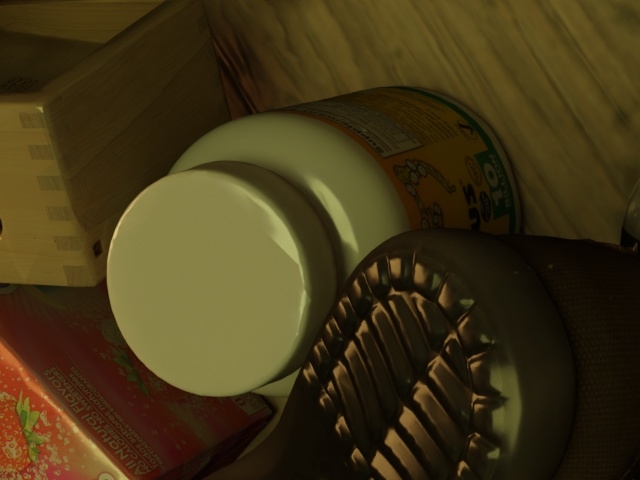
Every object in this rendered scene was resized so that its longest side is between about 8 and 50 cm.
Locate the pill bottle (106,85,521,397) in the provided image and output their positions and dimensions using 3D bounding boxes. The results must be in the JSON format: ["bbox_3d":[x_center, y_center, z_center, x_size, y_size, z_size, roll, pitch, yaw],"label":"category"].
[{"bbox_3d":[0.000,0.000,0.775,0.117,0.208,0.118,4,100,24],"label":"pill bottle"}]

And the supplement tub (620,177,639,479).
[{"bbox_3d":[0.205,0.082,0.704,0.193,0.193,0.316,7,101,24],"label":"supplement tub"}]

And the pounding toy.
[{"bbox_3d":[-0.131,-0.060,0.839,0.181,0.206,0.094,2,118,29],"label":"pounding toy"}]

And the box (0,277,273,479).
[{"bbox_3d":[-0.193,0.044,0.909,0.300,0.142,0.154,46,113,11],"label":"box"}]

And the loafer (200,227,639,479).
[{"bbox_3d":[0.039,0.121,0.705,0.366,0.130,0.134,-55,51,52],"label":"loafer"}]
